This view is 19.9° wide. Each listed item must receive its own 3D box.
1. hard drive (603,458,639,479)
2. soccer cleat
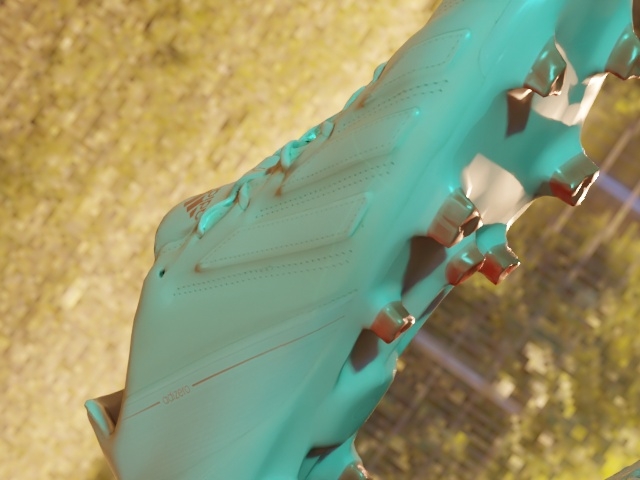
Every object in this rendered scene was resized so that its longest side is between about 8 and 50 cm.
[{"bbox_3d":[0.050,0.192,0.672,0.237,0.064,0.339,-35,180,27],"label":"hard drive"},{"bbox_3d":[0.000,0.000,0.418,0.068,0.076,0.196,-15,143,-52],"label":"soccer cleat"}]
